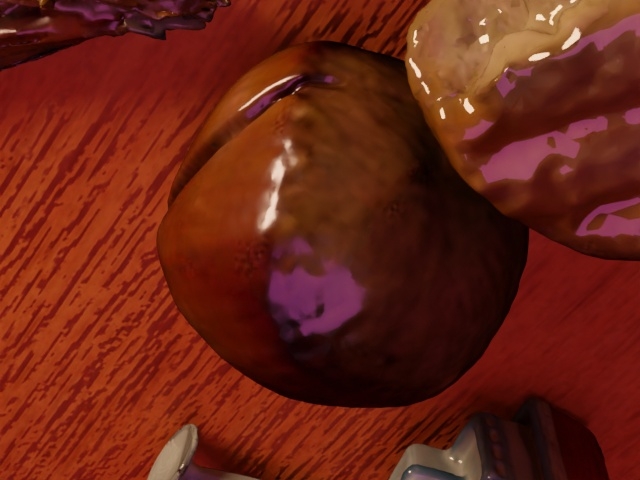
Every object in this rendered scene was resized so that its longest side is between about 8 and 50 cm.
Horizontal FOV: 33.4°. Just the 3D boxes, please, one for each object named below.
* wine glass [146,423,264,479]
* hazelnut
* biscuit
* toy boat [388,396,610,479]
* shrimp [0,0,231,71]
[{"bbox_3d":[-0.052,0.202,0.796,0.155,0.073,0.073,34,120,-16],"label":"wine glass"},{"bbox_3d":[0.000,0.000,0.590,0.208,0.208,0.208,1,125,2],"label":"hazelnut"},{"bbox_3d":[0.188,-0.088,0.478,0.274,0.091,0.213,-28,123,23],"label":"biscuit"},{"bbox_3d":[0.078,0.263,0.782,0.133,0.145,0.332,20,118,-11],"label":"toy boat"},{"bbox_3d":[-0.195,-0.136,0.574,0.294,0.062,0.154,7,138,2],"label":"shrimp"}]
